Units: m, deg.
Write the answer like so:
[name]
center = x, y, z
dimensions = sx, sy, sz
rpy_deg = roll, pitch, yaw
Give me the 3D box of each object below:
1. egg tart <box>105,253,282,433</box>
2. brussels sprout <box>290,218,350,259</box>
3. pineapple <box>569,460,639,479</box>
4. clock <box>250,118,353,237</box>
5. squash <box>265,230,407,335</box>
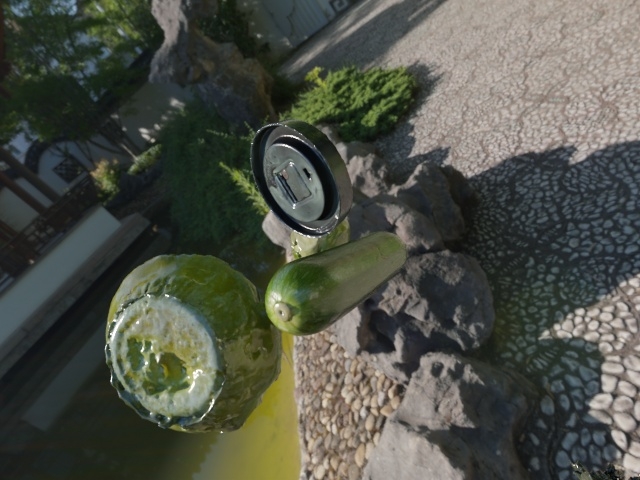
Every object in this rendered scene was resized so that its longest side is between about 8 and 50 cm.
[egg tart]
center = -0.138, 0.108, 0.398
dimensions = 0.197, 0.197, 0.078
rpy_deg = -34, -4, 12
[brussels sprout]
center = 0.002, 0.005, 0.997
dimensions = 0.161, 0.143, 0.181
rpy_deg = -41, -19, 26
[pineapple]
center = 0.859, 0.700, 1.067
dimensions = 0.358, 0.222, 0.222
rpy_deg = 2, 47, 35
[clock]
center = -0.036, -0.106, 0.711
dimensions = 0.042, 0.214, 0.215
rpy_deg = -37, 21, -34
[squash]
center = 0.026, 0.033, 0.391
dimensions = 0.066, 0.066, 0.229
rpy_deg = -21, -1, 33
